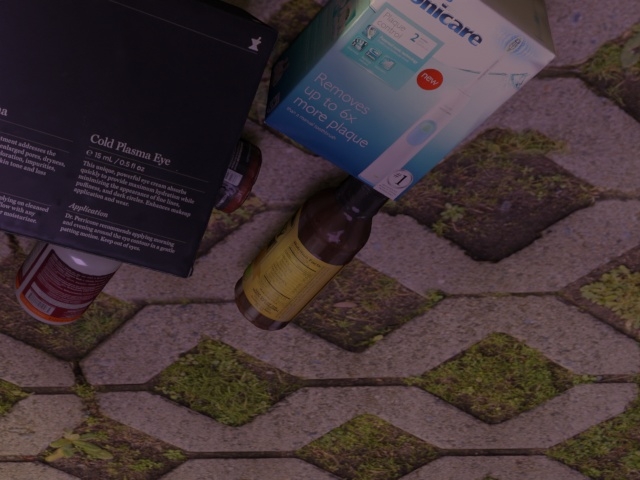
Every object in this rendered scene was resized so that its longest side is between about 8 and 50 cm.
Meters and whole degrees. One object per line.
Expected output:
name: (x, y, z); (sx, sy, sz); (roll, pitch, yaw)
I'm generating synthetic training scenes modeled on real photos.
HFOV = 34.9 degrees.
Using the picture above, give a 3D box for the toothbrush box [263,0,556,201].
toothbrush box: (0.103, -0.218, 1.244); (0.216, 0.126, 0.295); (30, 128, -24)

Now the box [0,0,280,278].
box: (-0.271, -0.165, 1.170); (0.343, 0.179, 0.313); (17, 105, -24)

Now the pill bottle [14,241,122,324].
pill bottle: (-0.362, 0.022, 1.517); (0.121, 0.121, 0.221); (27, 131, -21)

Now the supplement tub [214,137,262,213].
supplement tub: (-0.186, -0.120, 1.376); (0.198, 0.106, 0.106); (25, 131, -19)

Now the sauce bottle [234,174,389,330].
sauce bottle: (0.000, 0.000, 1.481); (0.111, 0.111, 0.344); (27, 129, -21)
